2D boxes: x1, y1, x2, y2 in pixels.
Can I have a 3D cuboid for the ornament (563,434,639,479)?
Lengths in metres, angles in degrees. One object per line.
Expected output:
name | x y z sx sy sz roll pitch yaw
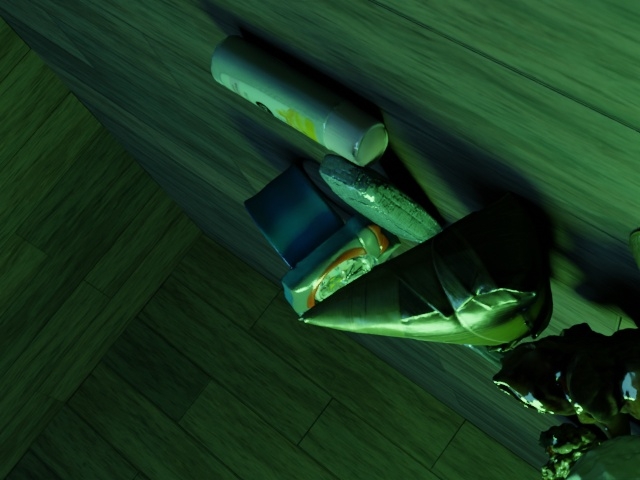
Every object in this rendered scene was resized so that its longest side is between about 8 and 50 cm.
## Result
ornament | 0.576 0.498 1.485 0.337 0.337 0.337 37 170 7

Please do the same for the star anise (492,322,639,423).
star anise | 0.376 0.162 1.071 0.315 0.315 0.108 164 96 -78

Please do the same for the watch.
watch | 0.000 0.000 1.654 0.274 0.241 0.305 52 180 27

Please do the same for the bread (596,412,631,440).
bread | 0.558 0.344 1.611 0.115 0.056 0.082 49 -173 -38

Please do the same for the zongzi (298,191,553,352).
zongzi | 0.157 0.090 1.165 0.289 0.317 0.154 53 -157 -60

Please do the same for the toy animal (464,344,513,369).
toy animal | 0.259 0.184 1.874 0.367 0.081 0.206 33 172 6

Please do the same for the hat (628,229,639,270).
hat | 0.378 0.059 0.903 0.146 0.067 0.146 36 170 7

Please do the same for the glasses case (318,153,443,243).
glasses case | 0.096 -0.057 1.283 0.109 0.067 0.282 30 179 37

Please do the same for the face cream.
face cream | -0.030 -0.196 1.187 0.269 0.073 0.107 33 180 20

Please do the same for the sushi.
sushi | 0.602 0.520 1.924 0.225 0.219 0.238 6 152 -23
